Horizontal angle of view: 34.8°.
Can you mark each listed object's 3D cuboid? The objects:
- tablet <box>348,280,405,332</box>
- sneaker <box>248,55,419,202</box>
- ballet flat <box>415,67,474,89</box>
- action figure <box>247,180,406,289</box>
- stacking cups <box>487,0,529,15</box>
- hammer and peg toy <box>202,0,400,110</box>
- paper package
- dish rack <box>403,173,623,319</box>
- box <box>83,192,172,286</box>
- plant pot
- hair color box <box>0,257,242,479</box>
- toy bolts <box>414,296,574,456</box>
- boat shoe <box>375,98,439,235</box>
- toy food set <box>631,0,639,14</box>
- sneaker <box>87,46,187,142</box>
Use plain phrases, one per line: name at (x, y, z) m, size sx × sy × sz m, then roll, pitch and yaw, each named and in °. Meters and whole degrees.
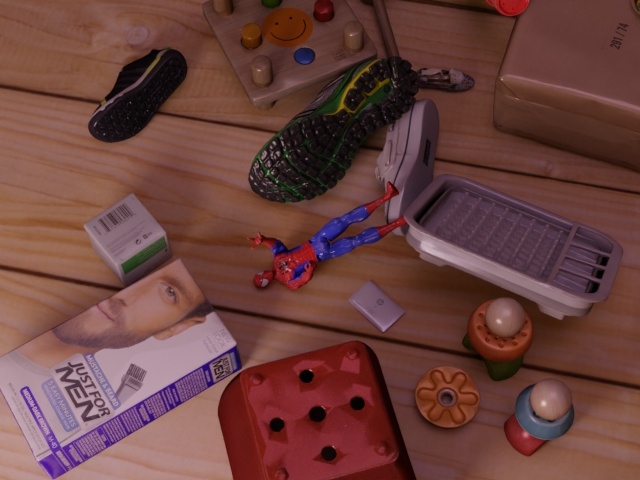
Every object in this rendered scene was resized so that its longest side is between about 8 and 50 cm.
tablet at (0.092, 0.108, 1.682) m, size 0.054 × 0.006 × 0.083 m, roll -41°, pitch 69°, yaw -20°
sneaker at (0.017, -0.191, 1.794) m, size 0.343 × 0.146 × 0.134 m, roll -38°, pitch 109°, yaw -7°
ballet flat at (0.229, -0.301, 1.886) m, size 0.114 × 0.041 × 0.041 m, roll 3°, pitch 61°, yaw 1°
action figure at (0.000, 0.000, 1.638) m, size 0.280 × 0.139 × 0.092 m, roll -31°, pitch 74°, yaw 12°
stacking cups at (0.314, -0.505, 1.884) m, size 0.096 × 0.096 × 0.316 m, roll -9°, pitch 32°, yaw -5°
hammer and peg toy at (-0.008, -0.402, 1.891) m, size 0.361 × 0.127 × 0.266 m, roll -22°, pitch 63°, yaw -11°
paper package at (0.490, -0.325, 1.826) m, size 0.309 × 0.168 × 0.325 m, roll 18°, pitch 64°, yaw 9°
dish rack at (0.305, 0.012, 1.639) m, size 0.332 × 0.072 × 0.285 m, roll 24°, pitch 28°, yaw 13°
box at (-0.318, 0.000, 1.697) m, size 0.101 × 0.087 × 0.102 m, roll -35°, pitch 68°, yaw -17°
plant pot at (-0.003, 0.287, 1.455) m, size 0.267 × 0.236 × 0.267 m, roll -14°, pitch 63°, yaw -7°
hair color box at (-0.313, 0.194, 1.581) m, size 0.338 × 0.110 × 0.185 m, roll -29°, pitch 64°, yaw -17°
toy bolts at (0.272, 0.216, 1.535) m, size 0.218 × 0.158 × 0.228 m, roll -36°, pitch 67°, yaw -17°
boat shoe at (0.138, -0.127, 1.766) m, size 0.088 × 0.096 × 0.268 m, roll -3°, pitch 64°, yaw 31°
toy food set at (0.581, -0.413, 1.767) m, size 0.083 × 0.020 × 0.083 m, roll 3°, pitch 62°, yaw 1°
sneaker at (-0.341, -0.268, 1.864) m, size 0.097 × 0.084 × 0.235 m, roll 25°, pitch 61°, yaw 40°
